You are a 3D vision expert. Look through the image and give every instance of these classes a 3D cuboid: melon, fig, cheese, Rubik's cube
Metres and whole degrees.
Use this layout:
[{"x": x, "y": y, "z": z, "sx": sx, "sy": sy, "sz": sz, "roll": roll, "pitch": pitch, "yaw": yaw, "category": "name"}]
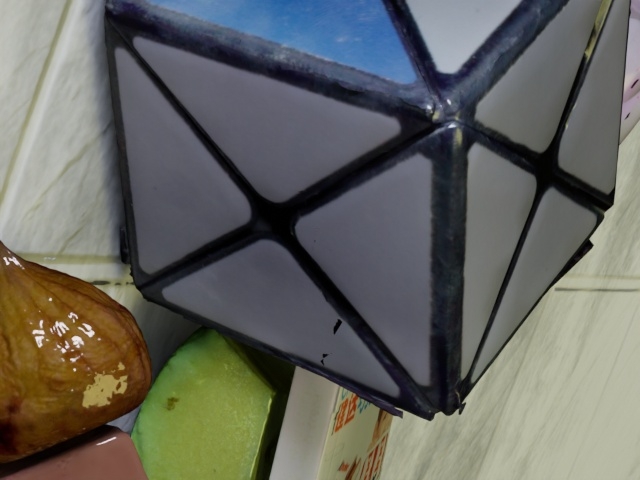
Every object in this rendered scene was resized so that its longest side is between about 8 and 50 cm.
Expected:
[{"x": -0.074, "y": 0.166, "z": 1.648, "sx": 0.196, "sy": 0.124, "sz": 0.323, "roll": -67, "pitch": 168, "yaw": 4, "category": "melon"}, {"x": -0.215, "y": 0.054, "z": 1.318, "sx": 0.146, "sy": 0.201, "sz": 0.134, "roll": -31, "pitch": -170, "yaw": -2, "category": "fig"}, {"x": -0.178, "y": 0.208, "z": 1.372, "sx": 0.203, "sy": 0.177, "sz": 0.128, "roll": -28, "pitch": 98, "yaw": -51, "category": "cheese"}, {"x": 0.040, "y": -0.096, "z": 1.435, "sx": 0.307, "sy": 0.305, "sz": 0.310, "roll": -46, "pitch": 146, "yaw": -40, "category": "Rubik's cube"}]

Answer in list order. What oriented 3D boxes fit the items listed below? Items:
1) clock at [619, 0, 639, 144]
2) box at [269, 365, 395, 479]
[{"x": 0.202, "y": -0.118, "z": 1.749, "sx": 0.295, "sy": 0.113, "sz": 0.322, "roll": -35, "pitch": -165, "yaw": 45, "category": "clock"}, {"x": 0.016, "y": 0.171, "z": 1.648, "sx": 0.273, "sy": 0.048, "sz": 0.265, "roll": -29, "pitch": 133, "yaw": -70, "category": "box"}]
